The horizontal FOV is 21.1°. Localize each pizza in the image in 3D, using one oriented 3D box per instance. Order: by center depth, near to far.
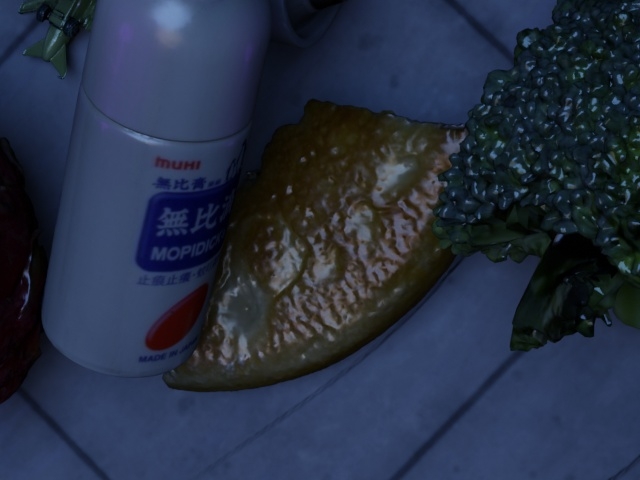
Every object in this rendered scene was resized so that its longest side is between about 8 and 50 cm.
[{"bbox_3d":[0.000,0.000,1.407,0.365,0.074,0.182,-44,75,15],"label":"pizza"}]

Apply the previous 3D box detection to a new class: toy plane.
[{"bbox_3d":[-0.214,-0.197,1.478,0.102,0.040,0.111,29,97,21],"label":"toy plane"}]

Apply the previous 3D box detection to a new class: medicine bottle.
[{"bbox_3d":[-0.121,-0.065,1.274,0.130,0.130,0.341,23,124,11],"label":"medicine bottle"}]

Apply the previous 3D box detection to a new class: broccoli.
[{"bbox_3d":[0.255,-0.067,1.254,0.277,0.338,0.317,26,112,24],"label":"broccoli"}]

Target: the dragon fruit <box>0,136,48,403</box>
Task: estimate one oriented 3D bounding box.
[{"bbox_3d":[-0.372,0.015,1.378,0.329,0.329,0.329,0,89,11],"label":"dragon fruit"}]

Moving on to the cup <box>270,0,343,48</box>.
[{"bbox_3d":[-0.138,-0.310,1.360,0.371,0.253,0.253,14,92,13],"label":"cup"}]
